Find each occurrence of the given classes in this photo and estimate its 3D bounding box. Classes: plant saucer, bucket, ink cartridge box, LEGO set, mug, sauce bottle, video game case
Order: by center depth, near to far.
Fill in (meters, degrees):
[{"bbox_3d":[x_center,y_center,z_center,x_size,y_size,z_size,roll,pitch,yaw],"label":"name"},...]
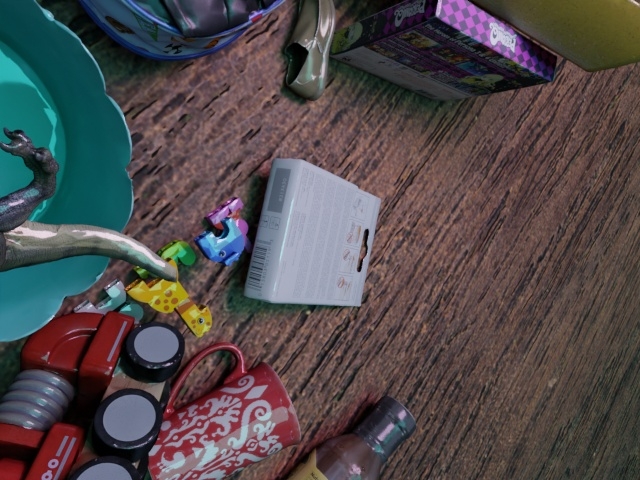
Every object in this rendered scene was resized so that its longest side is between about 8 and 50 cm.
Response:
[{"bbox_3d":[-0.301,-0.061,0.351,0.281,0.183,0.281,-15,116,-33],"label":"bucket"},{"bbox_3d":[-0.150,0.051,0.546,0.227,0.087,0.093,-39,114,-23],"label":"LEGO set"},{"bbox_3d":[-0.134,0.224,0.583,0.169,0.150,0.113,-21,143,-26],"label":"mug"},{"bbox_3d":[0.270,-0.342,0.644,0.333,0.333,0.081,30,122,-3],"label":"plant saucer"},{"bbox_3d":[0.163,-0.253,0.647,0.232,0.210,0.042,8,93,-33],"label":"video game case"},{"bbox_3d":[0.000,0.000,0.665,0.225,0.056,0.181,14,88,-57],"label":"ink cartridge box"},{"bbox_3d":[0.003,0.366,0.668,0.344,0.111,0.111,-36,113,-26],"label":"sauce bottle"}]

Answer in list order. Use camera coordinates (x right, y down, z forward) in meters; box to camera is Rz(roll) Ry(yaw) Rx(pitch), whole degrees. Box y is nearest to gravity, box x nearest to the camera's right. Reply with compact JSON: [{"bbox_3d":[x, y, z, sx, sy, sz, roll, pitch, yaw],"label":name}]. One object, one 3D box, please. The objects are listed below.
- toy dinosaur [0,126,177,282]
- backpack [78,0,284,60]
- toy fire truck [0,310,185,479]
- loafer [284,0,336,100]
[{"bbox_3d":[-0.213,-0.011,0.278,0.268,0.064,0.118,-6,125,-37],"label":"toy dinosaur"},{"bbox_3d":[-0.150,-0.310,0.436,0.276,0.213,0.263,-37,106,-18],"label":"backpack"},{"bbox_3d":[-0.279,0.173,0.434,0.246,0.217,0.158,18,128,-12],"label":"toy fire truck"},{"bbox_3d":[-0.016,-0.263,0.619,0.050,0.056,0.148,-2,96,-40],"label":"loafer"}]
